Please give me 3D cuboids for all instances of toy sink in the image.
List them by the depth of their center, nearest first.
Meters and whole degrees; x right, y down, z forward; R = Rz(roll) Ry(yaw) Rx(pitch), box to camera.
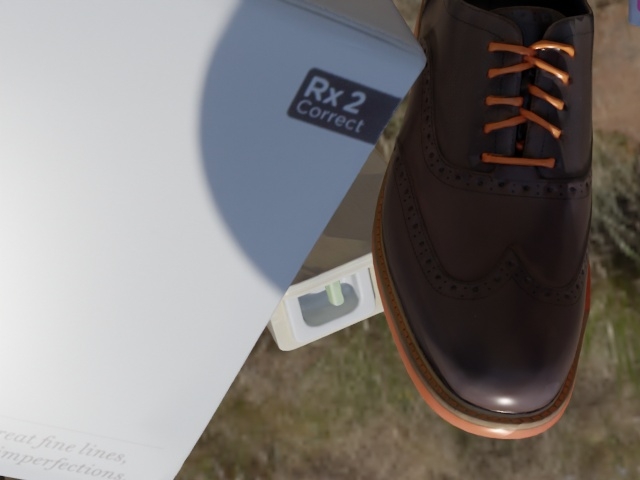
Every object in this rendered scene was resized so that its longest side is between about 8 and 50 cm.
[{"bbox_3d":[0.000,0.000,1.255,0.153,0.234,0.131,-24,130,-11],"label":"toy sink"}]

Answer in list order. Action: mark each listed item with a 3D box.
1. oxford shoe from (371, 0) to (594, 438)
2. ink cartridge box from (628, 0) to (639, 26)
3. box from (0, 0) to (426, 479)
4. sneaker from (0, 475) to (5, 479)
[{"bbox_3d":[0.075,-0.047,0.602,0.097,0.271,0.098,3,146,-3],"label":"oxford shoe"},{"bbox_3d":[0.275,-0.261,0.822,0.065,0.186,0.311,-24,124,-33],"label":"ink cartridge box"},{"bbox_3d":[-0.099,-0.038,0.403,0.181,0.119,0.182,17,119,-27],"label":"box"},{"bbox_3d":[-0.304,0.240,1.133,0.089,0.170,0.051,-17,134,-3],"label":"sneaker"}]
